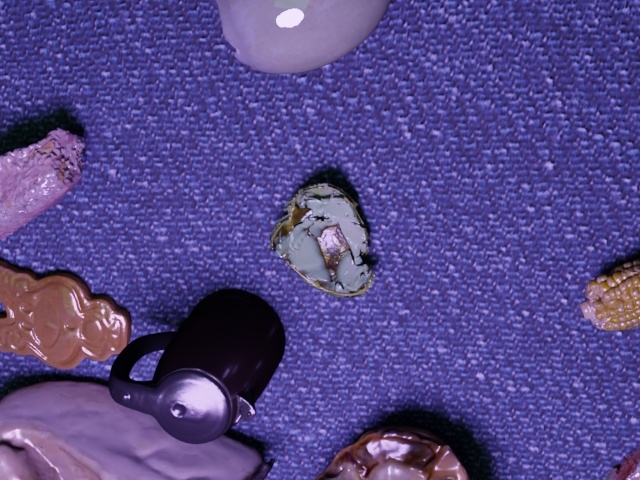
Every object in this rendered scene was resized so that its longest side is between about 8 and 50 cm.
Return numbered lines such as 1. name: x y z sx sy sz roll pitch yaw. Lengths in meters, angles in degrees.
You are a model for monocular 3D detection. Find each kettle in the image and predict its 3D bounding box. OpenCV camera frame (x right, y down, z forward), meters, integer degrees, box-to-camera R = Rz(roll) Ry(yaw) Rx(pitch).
1. kettle: -0.161 0.162 1.502 0.202 0.232 0.144 15 109 6

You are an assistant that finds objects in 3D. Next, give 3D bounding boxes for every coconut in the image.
1. coconut: 0.002 -0.003 1.511 0.133 0.055 0.158 -2 106 13

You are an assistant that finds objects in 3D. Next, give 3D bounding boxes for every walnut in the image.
1. walnut: 0.102 0.343 1.566 0.238 0.141 0.204 2 96 11

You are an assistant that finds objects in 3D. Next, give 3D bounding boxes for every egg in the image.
1. egg: -0.009 -0.296 1.350 0.217 0.183 0.183 -15 105 15

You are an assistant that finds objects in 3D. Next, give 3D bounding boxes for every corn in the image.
1. corn: 0.459 0.037 1.426 0.288 0.086 0.086 -24 102 15

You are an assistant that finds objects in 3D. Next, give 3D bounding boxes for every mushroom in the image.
1. mushroom: -0.307 0.382 1.638 0.397 0.224 0.313 24 125 10

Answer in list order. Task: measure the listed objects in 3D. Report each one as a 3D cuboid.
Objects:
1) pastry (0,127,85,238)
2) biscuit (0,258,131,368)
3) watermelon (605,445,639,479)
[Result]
1. pastry: -0.428 -0.061 1.547 0.265 0.103 0.112 -17 87 22
2. biscuit: -0.385 0.111 1.636 0.236 0.040 0.144 12 115 9
3. watermelon: 0.476 0.312 1.526 0.187 0.071 0.139 8 103 16
